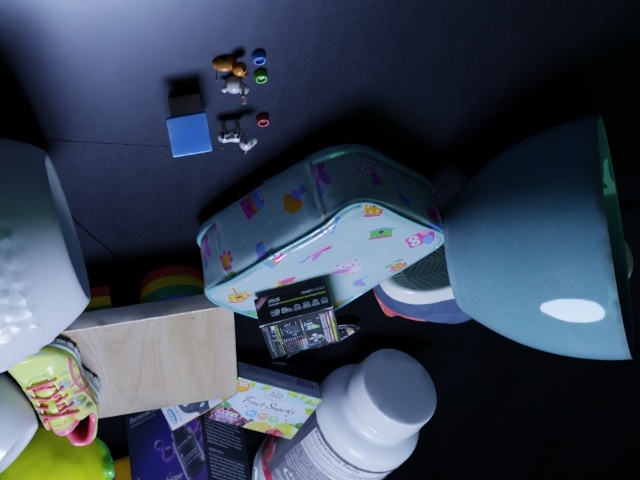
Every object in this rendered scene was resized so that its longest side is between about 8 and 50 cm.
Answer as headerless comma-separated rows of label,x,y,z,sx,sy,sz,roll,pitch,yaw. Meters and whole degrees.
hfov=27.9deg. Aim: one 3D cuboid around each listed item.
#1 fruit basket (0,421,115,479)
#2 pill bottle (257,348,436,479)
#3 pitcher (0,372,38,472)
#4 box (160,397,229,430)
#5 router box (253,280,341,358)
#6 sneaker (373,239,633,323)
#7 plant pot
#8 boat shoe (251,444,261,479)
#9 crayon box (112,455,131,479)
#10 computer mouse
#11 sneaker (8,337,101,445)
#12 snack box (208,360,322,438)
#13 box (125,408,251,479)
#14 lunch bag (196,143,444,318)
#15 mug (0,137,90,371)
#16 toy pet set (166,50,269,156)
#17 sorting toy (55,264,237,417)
fruit basket,-0.490,0.328,1.768,0.392,0.283,0.392,-36,160,-16
pill bottle,0.044,0.301,2.002,0.176,0.176,0.318,7,143,-30
pitcher,-0.472,0.213,1.585,0.207,0.178,0.125,37,145,5
box,-0.192,0.218,1.872,0.136,0.081,0.028,-33,172,27
router box,-0.027,0.099,1.582,0.092,0.038,0.122,-14,155,-1
sneaker,0.237,0.044,1.728,0.350,0.131,0.148,-1,154,-9
plant pot,0.256,0.007,1.536,0.195,0.290,0.290,-8,151,17
boat shoe,-0.082,0.433,2.279,0.099,0.116,0.319,33,153,8
crayon box,-0.368,0.451,1.996,0.278,0.165,0.081,-16,141,-24
computer mouse,-0.039,0.182,1.911,0.242,0.041,0.071,-33,143,29
sneaker,-0.324,0.191,1.595,0.081,0.094,0.208,-18,147,11
snack box,-0.083,0.238,1.908,0.141,0.037,0.100,18,126,-25
box,-0.198,0.338,1.942,0.153,0.207,0.108,-31,143,25
lunch bag,0.000,0.000,1.567,0.279,0.108,0.224,-30,151,30
mug,-0.424,-0.011,1.281,0.328,0.276,0.374,-16,119,-6
toy pet set,-0.105,-0.129,1.363,0.114,0.065,0.122,-10,148,-5
sorting toy,-0.245,0.132,1.707,0.255,0.089,0.257,-8,148,-8
